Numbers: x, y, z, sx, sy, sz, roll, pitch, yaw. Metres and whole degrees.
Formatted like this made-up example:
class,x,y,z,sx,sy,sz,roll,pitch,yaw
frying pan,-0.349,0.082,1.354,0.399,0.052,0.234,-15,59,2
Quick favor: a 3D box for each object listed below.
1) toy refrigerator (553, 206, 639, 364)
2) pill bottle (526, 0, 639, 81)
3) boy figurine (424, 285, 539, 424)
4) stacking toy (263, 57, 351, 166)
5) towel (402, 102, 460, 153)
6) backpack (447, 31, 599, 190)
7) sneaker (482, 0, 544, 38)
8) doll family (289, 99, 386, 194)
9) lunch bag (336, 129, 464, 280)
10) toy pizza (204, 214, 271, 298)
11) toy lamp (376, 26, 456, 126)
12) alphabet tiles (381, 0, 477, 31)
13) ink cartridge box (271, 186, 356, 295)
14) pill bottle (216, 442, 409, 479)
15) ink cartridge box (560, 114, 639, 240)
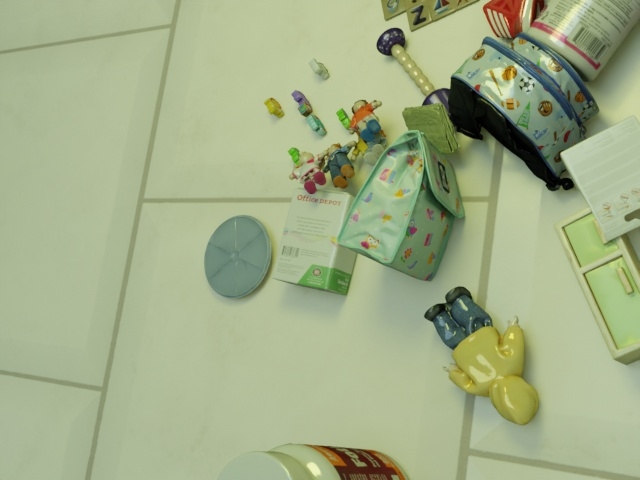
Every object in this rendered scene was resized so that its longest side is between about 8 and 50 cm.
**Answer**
class,x,y,z,sx,sy,sz,roll,pitch,yaw
toy refrigerator,0.519,0.073,1.560,0.102,0.094,0.270,-29,62,24
pill bottle,0.533,-0.458,1.659,0.160,0.160,0.283,42,101,34
boy figurine,0.318,0.217,1.657,0.177,0.092,0.285,-45,58,15
stacking toy,-0.026,-0.296,2.062,0.167,0.052,0.221,-38,61,22
towel,0.228,-0.230,1.824,0.148,0.027,0.110,6,119,61
backpack,0.375,-0.259,1.646,0.276,0.263,0.213,40,100,36
sneaker,0.398,-0.523,1.817,0.128,0.087,0.221,5,78,33
doll family,0.059,-0.190,1.922,0.263,0.118,0.163,-41,28,15
lunch bag,0.179,-0.070,1.750,0.160,0.223,0.262,23,88,30
toy pizza,-0.192,0.039,2.086,0.201,0.032,0.201,-9,73,32
toy lamp,0.214,-0.346,1.897,0.080,0.080,0.275,-41,56,18
alphabet tiles,0.250,-0.652,1.998,0.285,0.011,0.343,-20,66,29
ink cartridge box,0.000,0.000,1.930,0.154,0.093,0.213,9,83,35
pill bottle,-0.008,0.488,1.611,0.224,0.392,0.224,-10,71,31
ink cartridge box,0.528,-0.109,1.549,0.145,0.045,0.179,-28,81,13
